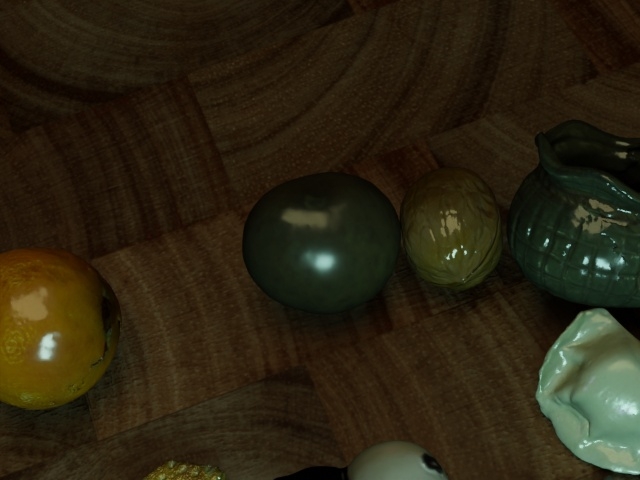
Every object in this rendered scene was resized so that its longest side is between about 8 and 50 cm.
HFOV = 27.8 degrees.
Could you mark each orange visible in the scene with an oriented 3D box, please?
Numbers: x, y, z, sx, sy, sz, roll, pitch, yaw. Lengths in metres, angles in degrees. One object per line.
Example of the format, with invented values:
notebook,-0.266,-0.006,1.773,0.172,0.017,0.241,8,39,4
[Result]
orange,-0.419,0.132,1.937,0.246,0.246,0.246,-4,54,6

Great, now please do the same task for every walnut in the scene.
walnut,0.202,-0.017,1.989,0.167,0.167,0.207,-7,50,4

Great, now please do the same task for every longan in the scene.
longan,0.000,0.000,1.959,0.248,0.248,0.248,-4,54,6

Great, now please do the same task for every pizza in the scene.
pizza,-0.214,0.372,1.855,0.160,0.036,0.099,-38,58,-19

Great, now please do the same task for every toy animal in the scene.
toy animal,0.065,0.363,1.723,0.235,0.187,0.165,-16,64,0

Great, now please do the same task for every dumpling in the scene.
dumpling,0.412,0.230,1.824,0.179,0.131,0.252,-40,77,4

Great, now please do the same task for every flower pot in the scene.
flower pot,0.433,-0.034,1.893,0.301,0.213,0.302,8,24,-3

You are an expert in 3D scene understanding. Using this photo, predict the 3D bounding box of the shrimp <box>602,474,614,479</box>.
shrimp,0.390,0.367,1.772,0.038,0.029,0.092,26,68,15
